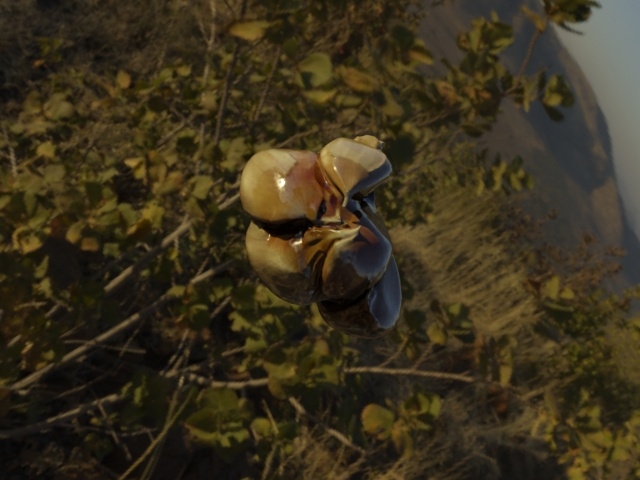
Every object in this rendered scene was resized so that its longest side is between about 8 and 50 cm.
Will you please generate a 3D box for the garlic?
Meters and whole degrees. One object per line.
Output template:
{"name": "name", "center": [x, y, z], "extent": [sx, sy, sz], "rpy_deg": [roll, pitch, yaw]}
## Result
{"name": "garlic", "center": [0.000, 0.000, 0.755], "extent": [0.191, 0.160, 0.214], "rpy_deg": [-50, 141, -65]}
